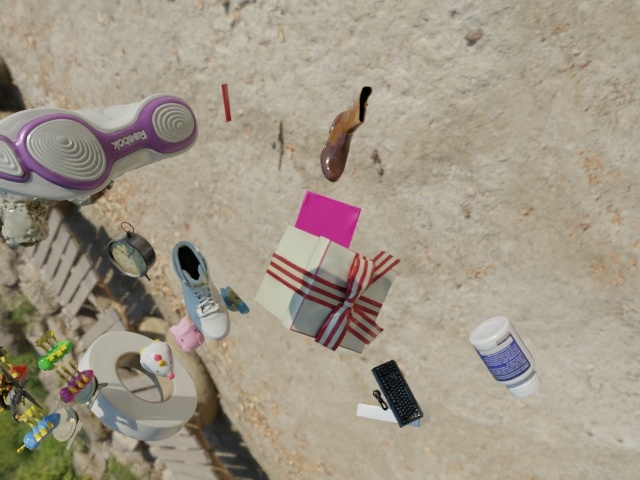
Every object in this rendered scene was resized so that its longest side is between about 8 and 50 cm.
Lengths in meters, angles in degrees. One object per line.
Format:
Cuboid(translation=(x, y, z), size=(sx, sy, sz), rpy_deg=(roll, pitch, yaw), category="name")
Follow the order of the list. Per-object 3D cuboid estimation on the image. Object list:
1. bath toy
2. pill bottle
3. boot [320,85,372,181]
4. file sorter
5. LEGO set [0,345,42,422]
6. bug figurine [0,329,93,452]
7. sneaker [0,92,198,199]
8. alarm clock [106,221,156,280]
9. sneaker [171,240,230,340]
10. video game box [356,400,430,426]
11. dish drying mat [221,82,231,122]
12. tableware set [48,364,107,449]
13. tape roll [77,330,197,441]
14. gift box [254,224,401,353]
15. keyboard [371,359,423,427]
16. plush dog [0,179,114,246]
Cuboid(translation=(-0.384, 0.286, 1.661), size=(0.129, 0.348, 0.151), rpy_deg=(42, 161, 25), category="bath toy")
Cuboid(translation=(0.466, 0.294, 1.360), size=(0.187, 0.112, 0.112), rpy_deg=(56, 143, -7), category="pill bottle")
Cuboid(translation=(0.100, -0.356, 1.878), size=(0.096, 0.264, 0.280), rpy_deg=(22, 163, -15), category="boot")
Cuboid(translation=(0.000, 0.000, 1.960), size=(0.202, 0.291, 0.182), rpy_deg=(18, 177, 0), category="file sorter")
Cuboid(translation=(-0.629, 0.176, 0.957), size=(0.331, 0.192, 0.255), rpy_deg=(61, 165, -25), category="LEGO set")
Cuboid(translation=(-0.643, 0.342, 1.264), size=(0.279, 0.216, 0.072), rpy_deg=(33, 157, 34), category="bug figurine")
Cuboid(translation=(-0.315, -0.119, 0.740), size=(0.152, 0.305, 0.114), rpy_deg=(-7, 103, 41), category="sneaker")
Cuboid(translation=(-0.514, 0.021, 1.488), size=(0.129, 0.064, 0.192), rpy_deg=(19, 135, 12), category="alarm clock")
Cuboid(translation=(-0.324, 0.138, 1.453), size=(0.293, 0.108, 0.169), rpy_deg=(66, 170, 0), category="sneaker")
Cuboid(translation=(0.243, 0.562, 1.778), size=(0.205, 0.187, 0.048), rpy_deg=(3, 76, 22), category="video game box")
Cuboid(translation=(-0.212, -0.310, 1.230), size=(0.008, 0.032, 0.083), rpy_deg=(-1, 110, 9), category="dish drying mat")
Cuboid(translation=(-0.654, 0.446, 1.470), size=(0.128, 0.194, 0.039), rpy_deg=(25, 175, 30), category="tableware set")
Cuboid(translation=(-0.569, 0.451, 1.724), size=(0.392, 0.392, 0.072), rpy_deg=(45, 105, 15), category="tape roll")
Cuboid(translation=(0.034, 0.116, 1.355), size=(0.258, 0.276, 0.255), rpy_deg=(23, 94, 59), category="gift box")
Cuboid(translation=(0.206, 0.435, 1.543), size=(0.023, 0.108, 0.180), rpy_deg=(94, 152, -59), category="keyboard")
Cuboid(translation=(-0.586, -0.140, 1.168), size=(0.211, 0.262, 0.225), rpy_deg=(53, -175, -19), category="plush dog")
